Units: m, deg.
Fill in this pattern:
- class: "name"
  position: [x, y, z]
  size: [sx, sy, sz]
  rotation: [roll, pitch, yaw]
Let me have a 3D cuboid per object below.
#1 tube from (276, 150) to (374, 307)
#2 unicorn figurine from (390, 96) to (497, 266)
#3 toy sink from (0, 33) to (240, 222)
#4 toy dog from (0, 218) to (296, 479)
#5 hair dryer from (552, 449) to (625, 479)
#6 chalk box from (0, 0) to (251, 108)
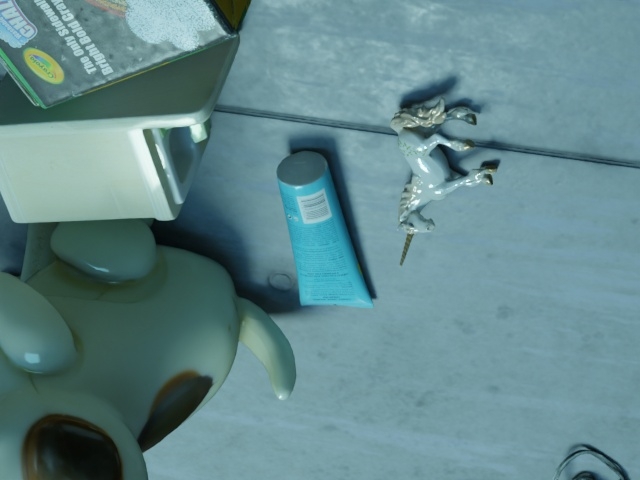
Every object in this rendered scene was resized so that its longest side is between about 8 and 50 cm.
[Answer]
- class: "tube"
  position: [0.000, 0.000, 1.957]
  size: [0.080, 0.052, 0.207]
  rotation: [4, 136, 18]
- class: "unicorn figurine"
  position: [0.113, -0.067, 1.865]
  size: [0.111, 0.060, 0.162]
  rotation: [-10, 110, 24]
- class: "toy sink"
  position: [-0.188, -0.110, 1.841]
  size: [0.234, 0.153, 0.131]
  rotation: [-3, 129, 17]
- class: "toy dog"
  position: [-0.251, 0.178, 1.934]
  size: [0.395, 0.408, 0.284]
  rotation: [25, 132, -6]
- class: "hair dryer"
  position: [0.283, 0.379, 2.184]
  size: [0.223, 0.080, 0.293]
  rotation: [-18, 123, 27]
- class: "chalk box"
  position: [-0.215, -0.255, 1.706]
  size: [0.289, 0.179, 0.180]
  rotation: [-16, 125, 28]
